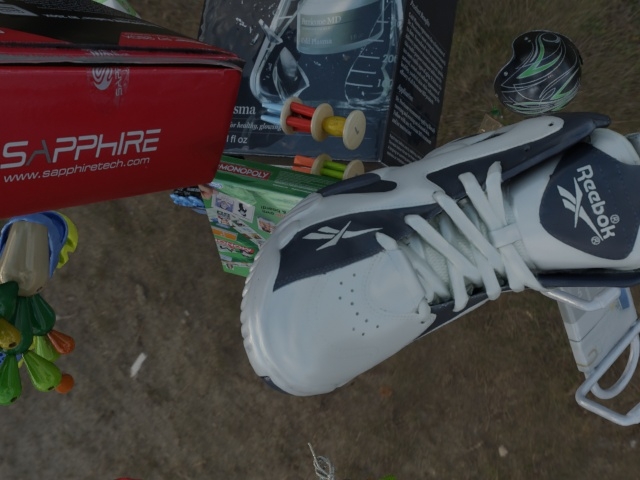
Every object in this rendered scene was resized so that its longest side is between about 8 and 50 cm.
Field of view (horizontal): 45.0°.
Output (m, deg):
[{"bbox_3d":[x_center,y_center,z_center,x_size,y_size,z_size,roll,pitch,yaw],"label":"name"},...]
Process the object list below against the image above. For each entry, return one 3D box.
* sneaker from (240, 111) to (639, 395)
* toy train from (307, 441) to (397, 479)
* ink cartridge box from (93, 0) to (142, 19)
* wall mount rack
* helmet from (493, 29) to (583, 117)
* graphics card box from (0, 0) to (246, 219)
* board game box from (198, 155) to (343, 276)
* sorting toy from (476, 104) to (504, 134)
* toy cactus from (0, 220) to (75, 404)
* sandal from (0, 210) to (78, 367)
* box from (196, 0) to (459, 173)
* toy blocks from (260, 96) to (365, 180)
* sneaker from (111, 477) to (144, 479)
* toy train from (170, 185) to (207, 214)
[{"bbox_3d":[0.081,-0.004,0.374,0.153,0.235,0.094,-15,97,49],"label":"sneaker"},{"bbox_3d":[0.088,0.476,1.466,0.248,0.143,0.105,62,139,28],"label":"toy train"},{"bbox_3d":[-0.371,-0.327,1.482,0.115,0.198,0.272,-28,60,8],"label":"ink cartridge box"},{"bbox_3d":[0.419,0.053,0.970,0.304,0.130,0.350,-40,123,-21],"label":"wall mount rack"},{"bbox_3d":[0.451,-0.335,1.600,0.170,0.169,0.161,17,65,10],"label":"helmet"},{"bbox_3d":[-0.261,-0.123,0.459,0.371,0.233,0.094,27,114,25],"label":"graphics card box"},{"bbox_3d":[0.000,0.000,1.038,0.317,0.046,0.213,14,144,16],"label":"board game box"},{"bbox_3d":[0.372,-0.247,1.659,0.062,0.012,0.083,48,136,34],"label":"sorting toy"},{"bbox_3d":[-0.310,0.072,0.773,0.112,0.219,0.180,1,77,13],"label":"toy cactus"},{"bbox_3d":[-0.506,0.074,1.266,0.126,0.138,0.317,15,69,-5],"label":"sandal"},{"bbox_3d":[0.003,-0.366,1.629,0.480,0.297,0.471,6,82,28],"label":"box"},{"bbox_3d":[-0.015,-0.131,1.052,0.148,0.054,0.123,17,121,28],"label":"toy blocks"},{"bbox_3d":[-0.096,0.191,0.438,0.107,0.279,0.118,-17,82,-8],"label":"sneaker"},{"bbox_3d":[-0.280,-0.102,1.829,0.105,0.184,0.080,34,75,-34],"label":"toy train"}]
